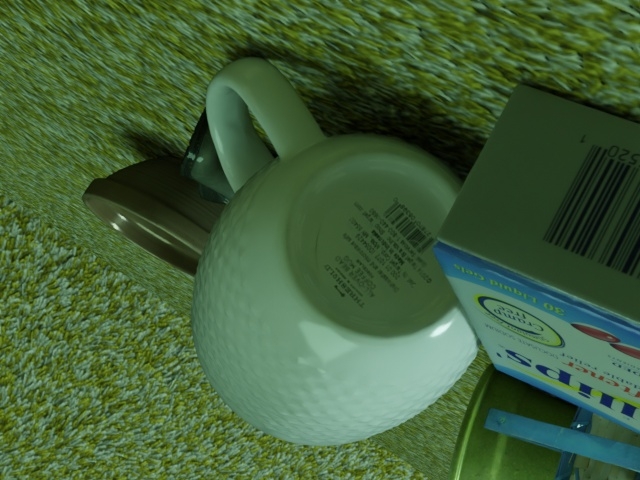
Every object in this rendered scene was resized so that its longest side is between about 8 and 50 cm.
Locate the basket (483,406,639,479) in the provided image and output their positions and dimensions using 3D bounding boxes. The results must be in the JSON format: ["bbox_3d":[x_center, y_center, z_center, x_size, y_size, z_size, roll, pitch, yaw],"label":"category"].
[{"bbox_3d":[0.360,0.252,1.354,0.289,0.201,0.255,26,171,-30],"label":"basket"}]

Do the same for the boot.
[{"bbox_3d":[-0.061,-0.071,1.366,0.161,0.083,0.246,21,171,7],"label":"boot"}]

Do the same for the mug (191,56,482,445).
[{"bbox_3d":[0.000,0.000,1.140,0.374,0.276,0.328,60,165,8],"label":"mug"}]

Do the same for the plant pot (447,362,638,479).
[{"bbox_3d":[0.328,0.332,1.668,0.254,0.276,0.276,13,162,19],"label":"plant pot"}]

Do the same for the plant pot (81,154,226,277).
[{"bbox_3d":[-0.197,-0.041,1.657,0.237,0.109,0.237,28,167,7],"label":"plant pot"}]

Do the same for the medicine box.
[{"bbox_3d":[0.257,0.046,0.930,0.264,0.149,0.289,23,165,27],"label":"medicine box"}]
